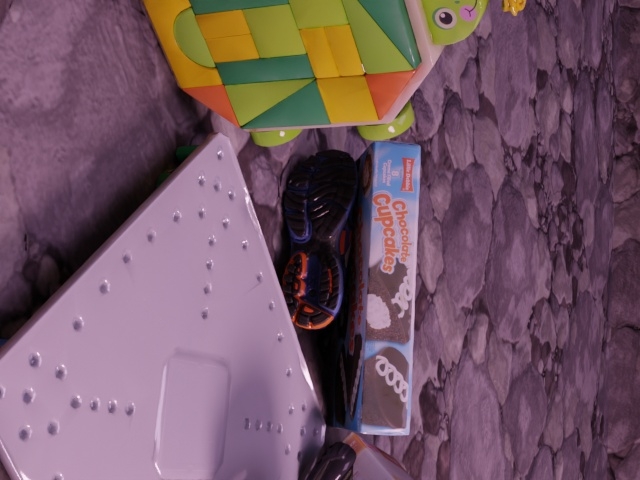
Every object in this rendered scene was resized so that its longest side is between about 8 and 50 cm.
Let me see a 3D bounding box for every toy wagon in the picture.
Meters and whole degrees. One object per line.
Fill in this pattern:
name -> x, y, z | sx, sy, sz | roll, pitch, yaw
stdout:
toy wagon -> 0.004, -0.206, 0.940 | 0.068, 0.344, 0.267 | -59, 139, -43

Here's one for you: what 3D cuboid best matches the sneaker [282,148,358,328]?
sneaker -> 0.000, 0.000, 1.235 | 0.087, 0.083, 0.221 | 62, 36, -69

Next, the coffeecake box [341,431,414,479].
coffeecake box -> 0.097, 0.329, 1.278 | 0.068, 0.185, 0.142 | -45, 144, 2

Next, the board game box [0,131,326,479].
board game box -> -0.134, 0.159, 0.981 | 0.390, 0.050, 0.390 | -55, 136, -49

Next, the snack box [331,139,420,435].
snack box -> 0.062, 0.060, 1.254 | 0.187, 0.060, 0.321 | 140, -46, -78

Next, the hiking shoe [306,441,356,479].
hiking shoe -> 0.032, 0.327, 1.182 | 0.086, 0.114, 0.226 | -41, 142, -62
